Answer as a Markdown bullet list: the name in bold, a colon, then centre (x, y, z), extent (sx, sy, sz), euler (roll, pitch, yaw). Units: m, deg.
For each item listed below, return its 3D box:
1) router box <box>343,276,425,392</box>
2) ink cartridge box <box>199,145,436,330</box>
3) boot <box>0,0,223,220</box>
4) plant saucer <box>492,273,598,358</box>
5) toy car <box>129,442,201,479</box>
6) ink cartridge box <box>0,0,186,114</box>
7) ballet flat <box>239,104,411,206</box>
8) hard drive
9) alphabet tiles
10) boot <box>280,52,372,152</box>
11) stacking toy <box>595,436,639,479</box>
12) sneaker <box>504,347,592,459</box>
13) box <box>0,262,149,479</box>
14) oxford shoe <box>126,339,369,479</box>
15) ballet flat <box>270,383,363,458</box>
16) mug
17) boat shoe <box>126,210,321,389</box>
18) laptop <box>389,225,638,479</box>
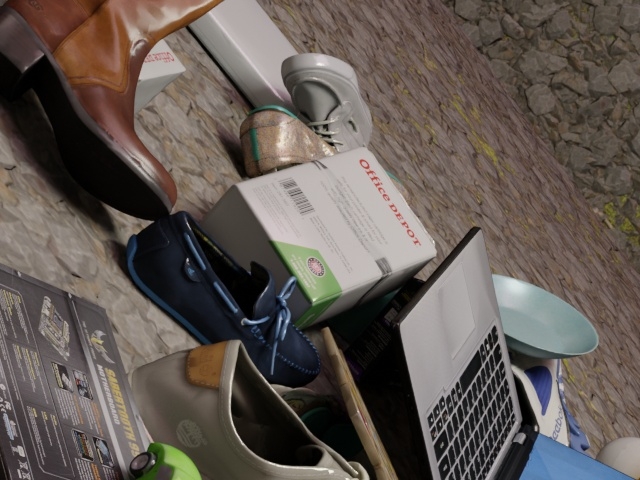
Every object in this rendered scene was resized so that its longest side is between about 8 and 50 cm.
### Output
- **router box**: centre (0.117, 0.117, 1.865), extent (0.046, 0.133, 0.179), euler (48, 14, 29)
- **ink cartridge box**: centre (0.000, 0.000, 1.751), extent (0.219, 0.092, 0.160), euler (-18, 70, -46)
- **boot**: centre (-0.174, -0.186, 1.586), extent (0.264, 0.096, 0.280), euler (42, 56, 3)
- **plant saucer**: centre (0.267, 0.109, 2.061), extent (0.195, 0.037, 0.195), euler (17, 24, -8)
- **toy car**: centre (-0.120, 0.225, 1.087), extent (0.239, 0.053, 0.225), euler (53, 33, -27)
- **ink cartridge box**: centre (-0.259, -0.233, 1.690), extent (0.212, 0.093, 0.154), euler (55, 17, 1)
- **ballet flat**: centre (0.006, -0.063, 2.037), extent (0.316, 0.107, 0.106), euler (28, 50, -42)
- **hard drive**: centre (-0.136, -0.320, 2.228), extent (0.353, 0.047, 0.233), euler (50, 18, -4)
- **alphabet tiles**: centre (0.080, 0.256, 1.480), extent (0.285, 0.011, 0.343), euler (-110, 176, -66)
- **boot**: centre (0.016, -0.149, 2.114), extent (0.258, 0.095, 0.123), euler (43, 42, -63)
- **stacking toy**: centre (0.526, 0.409, 2.147), extent (0.350, 0.350, 0.480), euler (41, 6, -32)
- **sneaker**: centre (0.240, 0.179, 2.066), extent (0.182, 0.127, 0.315), euler (36, 25, -45)
- **box**: centre (-0.211, 0.126, 1.181), extent (0.183, 0.056, 0.231), euler (30, 29, -50)
- **oxford shoe**: centre (0.006, 0.261, 1.345), extent (0.449, 0.130, 0.169), euler (50, 14, -13)
- **ballet flat**: centre (-0.018, 0.176, 1.555), extent (0.079, 0.077, 0.221), euler (39, 8, 22)
- **mug**: centre (0.046, 0.043, 1.899), extent (0.158, 0.097, 0.129), euler (44, 20, -25)
- **boat shoe**: centre (-0.078, 0.066, 1.566), extent (0.258, 0.089, 0.109), euler (37, 23, -38)
- **laptop**: centre (0.270, 0.209, 1.700), extent (0.382, 0.236, 0.408), euler (-41, 120, -67)
